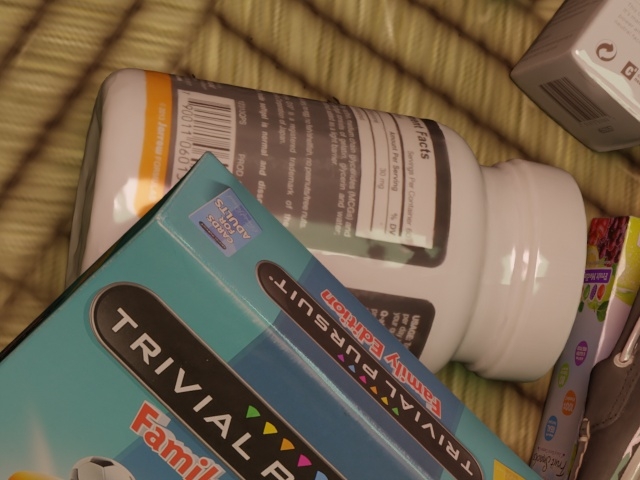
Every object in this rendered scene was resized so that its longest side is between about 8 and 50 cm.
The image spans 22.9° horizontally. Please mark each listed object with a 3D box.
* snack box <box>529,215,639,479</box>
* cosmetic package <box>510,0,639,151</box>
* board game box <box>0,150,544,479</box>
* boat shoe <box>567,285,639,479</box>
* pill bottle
[{"bbox_3d":[0.238,0.106,1.014,0.174,0.070,0.207,15,86,-12],"label":"snack box"},{"bbox_3d":[0.230,-0.172,0.998,0.085,0.117,0.231,40,82,-9],"label":"cosmetic package"},{"bbox_3d":[-0.086,0.154,0.835,0.254,0.079,0.336,44,120,-8],"label":"board game box"},{"bbox_3d":[0.223,0.060,0.941,0.112,0.095,0.335,37,83,-44],"label":"boat shoe"},{"bbox_3d":[0.000,0.000,0.917,0.278,0.162,0.162,9,86,-13],"label":"pill bottle"}]
